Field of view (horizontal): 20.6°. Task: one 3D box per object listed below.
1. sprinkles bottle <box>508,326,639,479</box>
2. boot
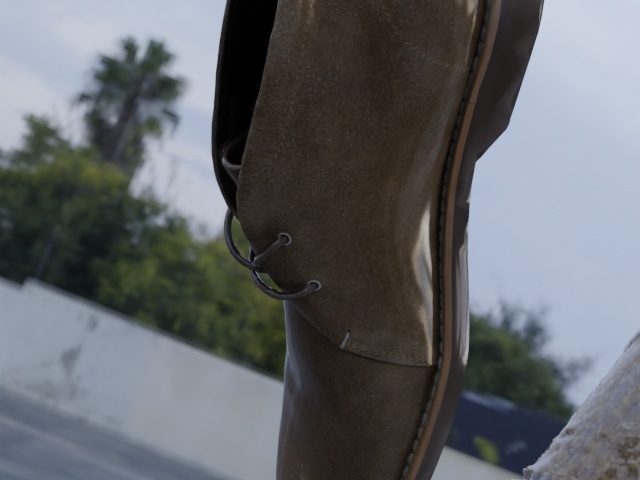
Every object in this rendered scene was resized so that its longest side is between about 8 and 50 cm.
[{"bbox_3d":[0.228,0.067,0.944,0.121,0.355,0.121,39,-10,8],"label":"sprinkles bottle"},{"bbox_3d":[0.000,0.000,0.732,0.115,0.305,0.112,-5,25,-30],"label":"boot"}]
